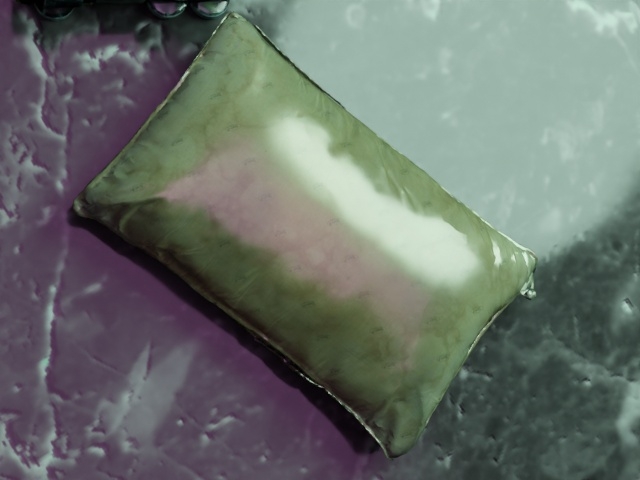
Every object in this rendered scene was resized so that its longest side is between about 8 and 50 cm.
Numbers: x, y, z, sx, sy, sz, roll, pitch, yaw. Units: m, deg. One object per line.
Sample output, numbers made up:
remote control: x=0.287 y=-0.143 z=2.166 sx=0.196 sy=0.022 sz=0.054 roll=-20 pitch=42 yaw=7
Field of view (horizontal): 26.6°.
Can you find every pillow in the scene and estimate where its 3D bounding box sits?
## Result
pillow: x=0.000 y=0.000 z=0.953 sx=0.302 sy=0.075 sz=0.185 roll=39 pitch=77 yaw=-7

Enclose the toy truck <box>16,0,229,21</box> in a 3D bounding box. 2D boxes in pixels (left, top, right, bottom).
toy truck: x=-0.128 y=-0.209 z=0.943 sx=0.169 sy=0.077 sz=0.100 roll=-3 pitch=87 yaw=-14
